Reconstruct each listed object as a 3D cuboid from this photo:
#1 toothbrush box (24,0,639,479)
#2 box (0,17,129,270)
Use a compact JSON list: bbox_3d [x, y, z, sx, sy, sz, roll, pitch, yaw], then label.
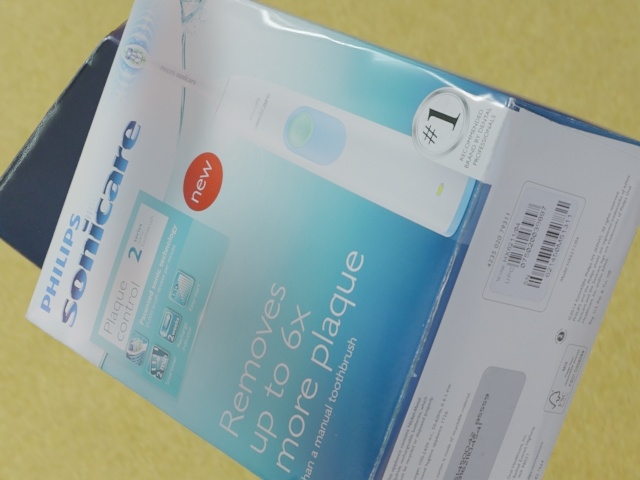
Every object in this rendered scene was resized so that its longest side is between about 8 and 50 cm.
[{"bbox_3d":[0.000,0.000,0.939,0.295,0.126,0.216,28,101,47],"label":"toothbrush box"},{"bbox_3d":[-0.055,-0.034,1.359,0.296,0.294,0.183,38,111,-5],"label":"box"}]
